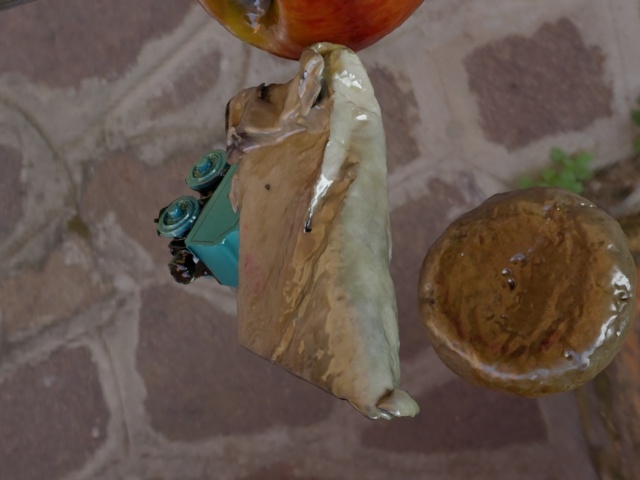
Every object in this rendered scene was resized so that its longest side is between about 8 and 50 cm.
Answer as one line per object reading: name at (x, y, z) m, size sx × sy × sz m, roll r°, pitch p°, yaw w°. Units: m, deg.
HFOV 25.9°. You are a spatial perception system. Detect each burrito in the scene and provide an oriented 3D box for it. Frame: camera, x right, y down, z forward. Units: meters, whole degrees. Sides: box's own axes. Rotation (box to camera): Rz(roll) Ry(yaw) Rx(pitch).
burrito at (-0.005, 0.007, 1.100) m, size 0.107 × 0.347 × 0.175 m, roll 5°, pitch 150°, yaw -27°

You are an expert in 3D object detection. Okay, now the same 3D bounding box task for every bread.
bread at (0.218, 0.059, 1.446) m, size 0.230 × 0.230 × 0.123 m, roll -32°, pitch 155°, yaw 4°

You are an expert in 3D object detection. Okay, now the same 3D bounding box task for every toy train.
toy train at (-0.100, -0.031, 1.662) m, size 0.107 × 0.154 × 0.198 m, roll 51°, pitch 55°, yaw -36°

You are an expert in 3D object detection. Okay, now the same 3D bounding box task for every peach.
peach at (0.006, -0.289, 1.188) m, size 0.238 × 0.281 × 0.281 m, roll 31°, pitch 112°, yaw 12°

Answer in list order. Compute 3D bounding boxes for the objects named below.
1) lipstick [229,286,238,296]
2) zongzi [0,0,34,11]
lipstick at (-0.031, 0.009, 1.754) m, size 0.186 × 0.063 × 0.057 m, roll -47°, pitch 153°, yaw -13°
zongzi at (-0.374, -0.174, 1.077) m, size 0.403 × 0.432 × 0.208 m, roll 5°, pitch 146°, yaw -10°
